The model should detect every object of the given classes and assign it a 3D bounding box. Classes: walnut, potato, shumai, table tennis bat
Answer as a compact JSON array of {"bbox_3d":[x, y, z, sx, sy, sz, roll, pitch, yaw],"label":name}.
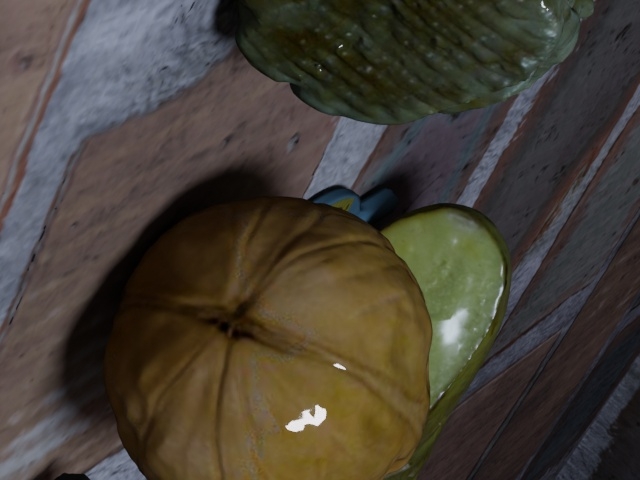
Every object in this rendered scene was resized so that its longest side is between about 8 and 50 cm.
[{"bbox_3d":[-0.027,0.075,1.093,0.195,0.195,0.221,-49,171,-7],"label":"walnut"},{"bbox_3d":[0.036,0.090,1.372,0.298,0.141,0.176,-64,178,29],"label":"potato"},{"bbox_3d":[0.054,-0.151,0.926,0.184,0.184,0.142,107,3,-51],"label":"shumai"},{"bbox_3d":[0.000,0.000,1.291,0.155,0.019,0.100,-30,153,-46],"label":"table tennis bat"}]

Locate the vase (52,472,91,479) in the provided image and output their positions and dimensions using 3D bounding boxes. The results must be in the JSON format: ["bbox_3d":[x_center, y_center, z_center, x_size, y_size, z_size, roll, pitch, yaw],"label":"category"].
[{"bbox_3d":[-0.206,0.225,1.076,0.237,0.115,0.115,-24,149,-50],"label":"vase"}]
